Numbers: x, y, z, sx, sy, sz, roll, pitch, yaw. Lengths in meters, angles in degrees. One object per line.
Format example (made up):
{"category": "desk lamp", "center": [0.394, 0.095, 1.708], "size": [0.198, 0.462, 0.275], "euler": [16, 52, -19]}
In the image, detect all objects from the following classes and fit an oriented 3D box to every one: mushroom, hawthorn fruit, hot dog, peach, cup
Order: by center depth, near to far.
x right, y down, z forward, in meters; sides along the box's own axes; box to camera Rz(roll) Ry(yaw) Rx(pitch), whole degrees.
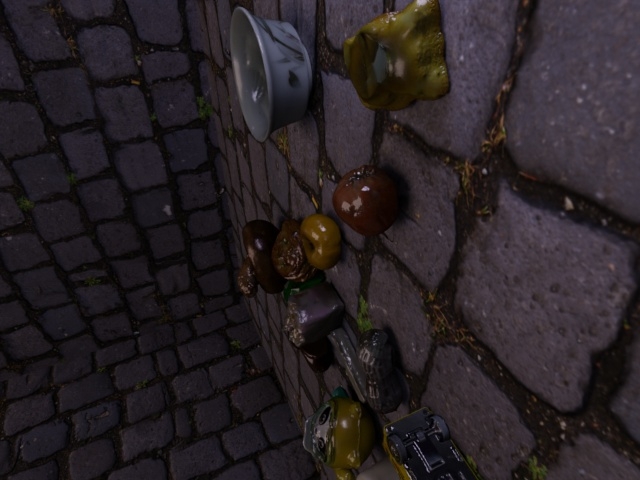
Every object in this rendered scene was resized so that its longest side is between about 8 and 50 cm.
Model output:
{"category": "hawthorn fruit", "center": [0.101, -0.066, 0.876], "size": [0.149, 0.149, 0.189], "euler": [-161, 58, -66]}
{"category": "cup", "center": [-0.129, -0.467, 1.151], "size": [0.347, 0.162, 0.348], "euler": [163, 90, -71]}
{"category": "peach", "center": [0.000, 0.000, 1.257], "size": [0.179, 0.103, 0.180], "euler": [166, 90, -73]}
{"category": "hot dog", "center": [-0.101, 0.027, 1.510], "size": [0.272, 0.122, 0.196], "euler": [53, 125, 47]}
{"category": "mushroom", "center": [-0.229, 0.068, 1.757], "size": [0.345, 0.238, 0.346], "euler": [-174, 90, -76]}

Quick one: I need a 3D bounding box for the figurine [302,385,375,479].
{"category": "figurine", "center": [0.074, 0.682, 1.439], "size": [0.340, 0.231, 0.324], "euler": [131, 149, -61]}

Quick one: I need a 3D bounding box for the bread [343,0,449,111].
{"category": "bread", "center": [0.118, -0.313, 0.721], "size": [0.233, 0.088, 0.161], "euler": [-163, 64, -64]}

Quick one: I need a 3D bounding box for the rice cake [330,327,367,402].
{"category": "rice cake", "center": [0.104, 0.413, 1.363], "size": [0.052, 0.057, 0.256], "euler": [-52, 53, 35]}

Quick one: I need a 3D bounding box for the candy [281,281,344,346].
{"category": "candy", "center": [-0.024, 0.258, 1.408], "size": [0.137, 0.195, 0.185], "euler": [54, 148, 33]}

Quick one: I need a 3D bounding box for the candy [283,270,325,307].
{"category": "candy", "center": [-0.072, 0.171, 1.513], "size": [0.078, 0.203, 0.141], "euler": [32, -173, -44]}

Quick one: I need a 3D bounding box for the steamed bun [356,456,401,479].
{"category": "steamed bun", "center": [0.200, 0.775, 1.253], "size": [0.164, 0.146, 0.242], "euler": [53, 152, 36]}

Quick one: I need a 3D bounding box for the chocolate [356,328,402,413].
{"category": "chocolate", "center": [0.158, 0.355, 1.103], "size": [0.110, 0.110, 0.249], "euler": [-174, 72, -69]}

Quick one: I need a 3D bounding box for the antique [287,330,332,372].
{"category": "antique", "center": [-0.039, 0.438, 1.694], "size": [0.256, 0.121, 0.144], "euler": [36, 148, 49]}

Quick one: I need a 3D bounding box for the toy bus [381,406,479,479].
{"category": "toy bus", "center": [0.270, 0.556, 0.899], "size": [0.330, 0.144, 0.152], "euler": [-125, 27, -45]}
